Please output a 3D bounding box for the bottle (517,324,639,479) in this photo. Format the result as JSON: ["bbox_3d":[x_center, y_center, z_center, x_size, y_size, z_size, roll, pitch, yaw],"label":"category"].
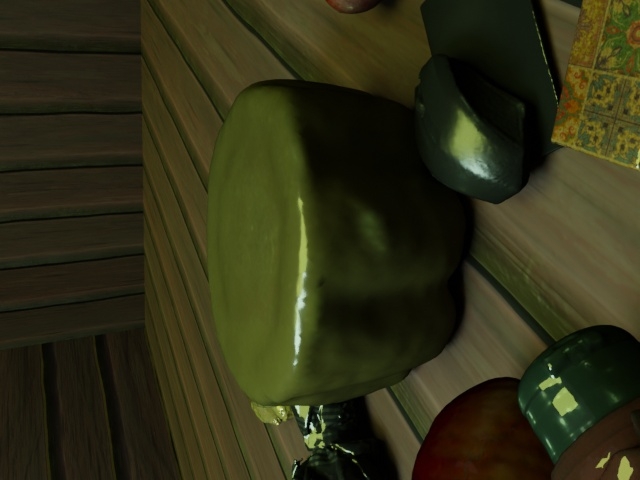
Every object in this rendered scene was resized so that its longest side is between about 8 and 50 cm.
[{"bbox_3d":[0.215,0.162,0.304,0.156,0.143,0.271,50,-172,-51],"label":"bottle"}]

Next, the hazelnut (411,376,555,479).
[{"bbox_3d":[0.157,0.216,0.453,0.201,0.160,0.170,51,180,-19],"label":"hazelnut"}]

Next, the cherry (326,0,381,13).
[{"bbox_3d":[0.037,-0.313,0.649,0.106,0.087,0.126,106,167,-53],"label":"cherry"}]

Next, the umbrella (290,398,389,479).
[{"bbox_3d":[0.010,0.256,0.810,0.154,0.128,0.336,141,123,-65],"label":"umbrella"}]

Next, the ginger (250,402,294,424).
[{"bbox_3d":[-0.118,0.209,1.155,0.118,0.065,0.298,-32,68,44],"label":"ginger"}]

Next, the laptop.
[{"bbox_3d":[0.149,-0.155,0.524,0.135,0.016,0.197,154,106,-65],"label":"laptop"}]

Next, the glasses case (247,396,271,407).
[{"bbox_3d":[-0.117,0.084,1.069,0.156,0.098,0.425,-32,66,47],"label":"glasses case"}]

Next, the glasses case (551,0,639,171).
[{"bbox_3d":[0.203,-0.157,0.352,0.075,0.049,0.218,40,132,54],"label":"glasses case"}]

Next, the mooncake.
[{"bbox_3d":[0.000,0.000,0.691,0.378,0.201,0.378,178,90,-65],"label":"mooncake"}]

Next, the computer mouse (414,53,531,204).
[{"bbox_3d":[0.117,-0.098,0.519,0.099,0.057,0.172,99,152,-46],"label":"computer mouse"}]
